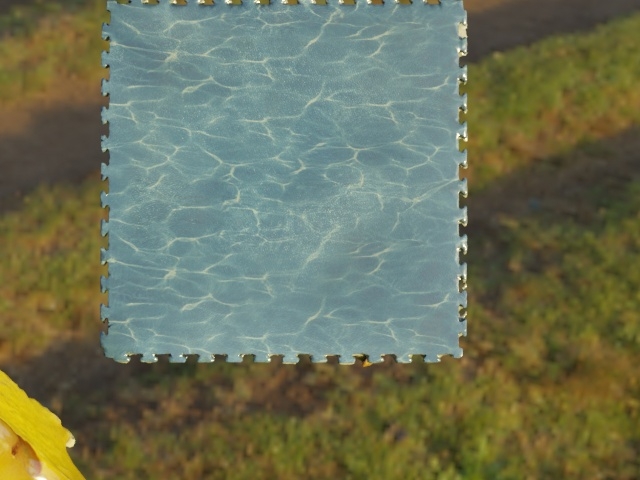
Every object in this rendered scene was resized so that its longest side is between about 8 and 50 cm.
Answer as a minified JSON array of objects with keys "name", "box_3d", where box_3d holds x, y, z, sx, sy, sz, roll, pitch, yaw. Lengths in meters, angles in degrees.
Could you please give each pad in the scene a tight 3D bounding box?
[{"name":"pad","box_3d":[-0.026,-0.044,1.205,0.269,0.269,0.012,-1,-1,1]}]

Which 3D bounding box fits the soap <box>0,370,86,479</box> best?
[{"name":"soap","box_3d":[-0.328,0.159,1.069,0.259,0.281,0.143,46,5,-21]}]

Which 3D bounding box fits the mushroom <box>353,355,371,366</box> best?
[{"name":"mushroom","box_3d":[0.014,-0.002,1.754,0.163,0.297,0.278,-27,67,-25]}]
